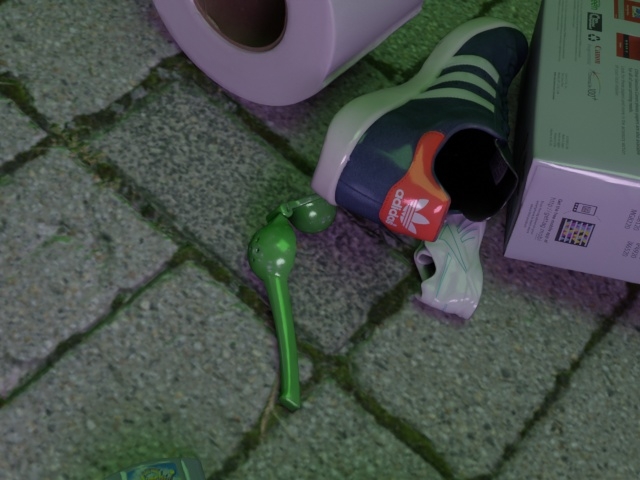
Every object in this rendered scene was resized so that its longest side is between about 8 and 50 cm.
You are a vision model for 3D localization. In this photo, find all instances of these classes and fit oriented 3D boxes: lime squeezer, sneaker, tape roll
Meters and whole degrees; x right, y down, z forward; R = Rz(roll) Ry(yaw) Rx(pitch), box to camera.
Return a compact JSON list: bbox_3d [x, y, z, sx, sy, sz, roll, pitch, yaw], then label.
[{"bbox_3d":[0.000,0.000,0.997,0.110,0.059,0.310,28,53,2],"label":"lime squeezer"},{"bbox_3d":[0.140,-0.101,1.040,0.148,0.131,0.350,32,45,18],"label":"sneaker"},{"bbox_3d":[-0.032,-0.276,1.053,0.246,0.246,0.169,40,55,10],"label":"tape roll"},{"bbox_3d":[0.124,0.001,1.040,0.061,0.053,0.152,13,55,-7],"label":"sneaker"}]

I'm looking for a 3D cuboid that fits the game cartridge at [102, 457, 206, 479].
[{"bbox_3d":[-0.128,0.199,0.847,0.083,0.017,0.056,-9,57,-23],"label":"game cartridge"}]

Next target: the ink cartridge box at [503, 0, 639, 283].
[{"bbox_3d":[0.335,-0.103,1.073,0.272,0.130,0.309,12,45,4],"label":"ink cartridge box"}]
